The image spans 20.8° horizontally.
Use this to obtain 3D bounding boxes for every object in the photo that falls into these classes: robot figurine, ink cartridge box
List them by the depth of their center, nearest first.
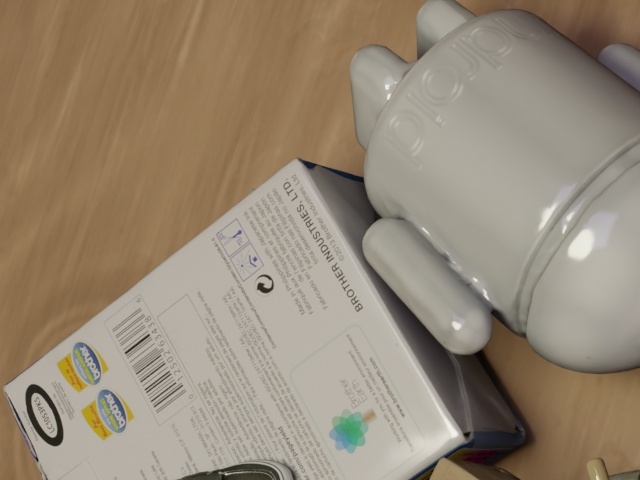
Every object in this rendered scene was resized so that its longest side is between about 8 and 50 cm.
[{"bbox_3d":[0.173,-0.037,1.320,0.300,0.200,0.353,-40,61,-16],"label":"robot figurine"},{"bbox_3d":[-0.075,0.157,1.412,0.395,0.151,0.270,-37,68,16],"label":"ink cartridge box"}]

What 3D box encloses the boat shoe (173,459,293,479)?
[{"bbox_3d":[-0.088,0.197,1.308,0.142,0.040,0.049,-18,75,24],"label":"boat shoe"}]

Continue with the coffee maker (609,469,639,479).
[{"bbox_3d":[0.184,0.257,1.279,0.178,0.120,0.171,-16,52,32],"label":"coffee maker"}]

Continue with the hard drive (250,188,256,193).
[{"bbox_3d":[0.000,0.000,1.497,0.135,0.022,0.094,-2,77,26],"label":"hard drive"}]

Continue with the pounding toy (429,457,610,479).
[{"bbox_3d":[0.164,0.229,1.178,0.206,0.094,0.181,29,97,39],"label":"pounding toy"}]
